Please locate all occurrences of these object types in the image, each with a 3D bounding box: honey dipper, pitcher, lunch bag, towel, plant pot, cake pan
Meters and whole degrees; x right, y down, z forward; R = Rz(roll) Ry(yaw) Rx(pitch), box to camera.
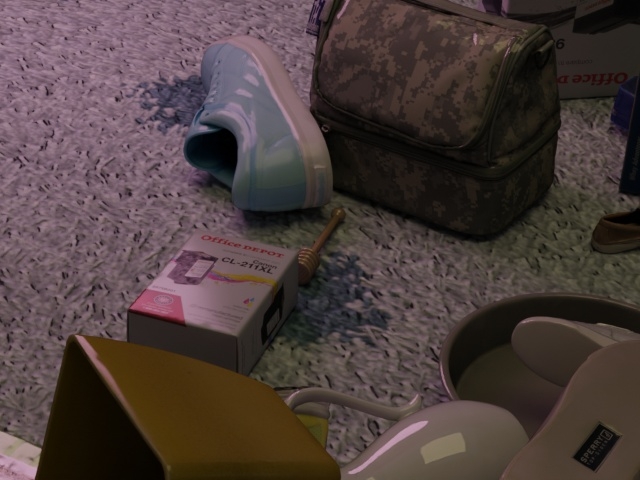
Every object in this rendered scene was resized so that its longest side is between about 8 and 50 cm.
[{"bbox_3d":[0.000,0.000,1.750,0.030,0.030,0.161,12,32,14],"label":"honey dipper"},{"bbox_3d":[0.074,0.195,1.329,0.207,0.125,0.178,-16,74,-20],"label":"pitcher"},{"bbox_3d":[0.137,-0.183,1.839,0.305,0.256,0.212,23,37,29],"label":"lunch bag"},{"bbox_3d":[0.442,-0.175,2.027,0.098,0.065,0.067,32,40,30],"label":"lunch bag"},{"bbox_3d":[-0.313,0.232,1.371,0.113,0.023,0.152,19,33,20],"label":"towel"},{"bbox_3d":[-0.108,0.217,1.243,0.187,0.212,0.212,2,26,-32],"label":"plant pot"},{"bbox_3d":[0.263,0.154,1.502,0.293,0.054,0.293,2,32,-1],"label":"cake pan"}]

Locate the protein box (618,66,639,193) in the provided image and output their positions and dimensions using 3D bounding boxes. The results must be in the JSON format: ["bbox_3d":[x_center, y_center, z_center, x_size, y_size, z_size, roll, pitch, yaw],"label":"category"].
[{"bbox_3d":[0.500,-0.156,1.874,0.201,0.200,0.136,13,34,17],"label":"protein box"}]

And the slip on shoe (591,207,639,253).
[{"bbox_3d":[0.389,-0.019,1.797,0.135,0.041,0.051,-9,34,-17],"label":"slip on shoe"}]

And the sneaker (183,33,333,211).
[{"bbox_3d":[-0.113,-0.158,1.895,0.150,0.135,0.366,-8,32,-21],"label":"sneaker"}]

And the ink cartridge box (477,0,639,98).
[{"bbox_3d":[0.348,-0.358,2.085,0.223,0.307,0.129,-4,35,-11],"label":"ink cartridge box"}]

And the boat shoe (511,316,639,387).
[{"bbox_3d":[0.282,0.110,1.467,0.184,0.066,0.063,9,19,14],"label":"boat shoe"}]

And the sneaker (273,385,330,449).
[{"bbox_3d":[-0.088,0.190,1.399,0.208,0.094,0.081,-8,-7,19],"label":"sneaker"}]

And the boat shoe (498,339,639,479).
[{"bbox_3d":[0.228,0.215,1.291,0.127,0.158,0.340,35,37,23],"label":"boat shoe"}]

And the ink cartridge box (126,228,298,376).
[{"bbox_3d":[-0.112,0.069,1.591,0.127,0.072,0.175,12,34,16],"label":"ink cartridge box"}]
